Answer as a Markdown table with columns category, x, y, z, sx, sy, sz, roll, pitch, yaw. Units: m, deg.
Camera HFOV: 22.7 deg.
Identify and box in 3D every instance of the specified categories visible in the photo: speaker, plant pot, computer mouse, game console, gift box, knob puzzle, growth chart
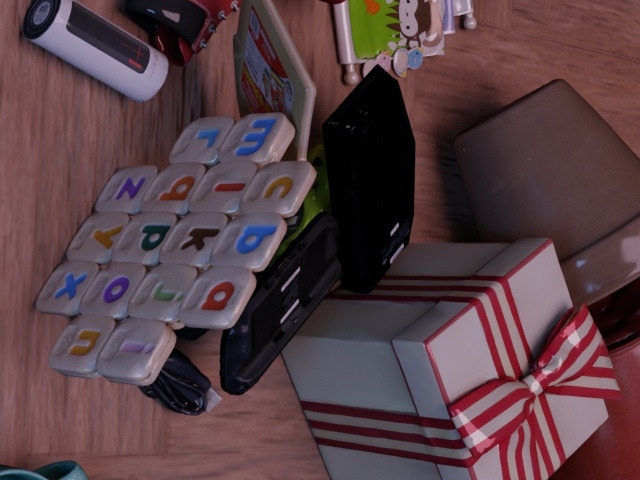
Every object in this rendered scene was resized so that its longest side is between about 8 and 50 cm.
| category | x | y | z | sx | sy | sz | roll | pitch | yaw |
| --- | --- | --- | --- | --- | --- | --- | --- | --- | --- |
| speaker | -0.208 | -0.181 | 1.488 | 0.136 | 0.055 | 0.055 | 30 | 70 | -40 |
| plant pot | 0.365 | 0.199 | 1.876 | 0.272 | 0.272 | 0.265 | -40 | 117 | -36 |
| computer mouse | -0.107 | 0.023 | 1.570 | 0.188 | 0.072 | 0.272 | 47 | 60 | -32 |
| game console | 0.000 | 0.000 | 1.574 | 0.361 | 0.044 | 0.213 | -51 | 146 | -40 |
| plant pot | 0.272 | -0.056 | 1.836 | 0.263 | 0.263 | 0.229 | -32 | 93 | -39 |
| gift box | 0.155 | 0.156 | 1.691 | 0.255 | 0.258 | 0.276 | -41 | 116 | -35 |
| knob puzzle | -0.040 | -0.130 | 1.505 | 0.030 | 0.213 | 0.213 | -11 | 98 | -19 |
| growth chart | 0.094 | -0.274 | 1.798 | 0.237 | 0.021 | 0.172 | -26 | 109 | -40 |

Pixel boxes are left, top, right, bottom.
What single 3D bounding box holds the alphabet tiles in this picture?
| category | x | y | z | sx | sy | sz | roll | pitch | yaw |
| --- | --- | --- | --- | --- | --- | --- | --- | --- | --- |
| alphabet tiles | -0.130 | 0.003 | 1.407 | 0.021 | 0.278 | 0.284 | 47 | 59 | -34 |

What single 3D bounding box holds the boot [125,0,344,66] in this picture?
| category | x | y | z | sx | sy | sz | roll | pitch | yaw |
| --- | --- | --- | --- | --- | --- | --- | --- | --- | --- |
| boot | -0.080 | -0.240 | 1.593 | 0.244 | 0.088 | 0.176 | 19 | 79 | -35 |

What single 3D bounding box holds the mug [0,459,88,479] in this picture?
| category | x | y | z | sx | sy | sz | roll | pitch | yaw |
| --- | --- | --- | --- | --- | --- | --- | --- | --- | --- |
| mug | -0.284 | 0.257 | 1.384 | 0.158 | 0.097 | 0.129 | 5 | 86 | -44 |

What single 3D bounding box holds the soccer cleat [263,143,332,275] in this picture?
| category | x | y | z | sx | sy | sz | roll | pitch | yaw |
| --- | --- | --- | --- | --- | --- | --- | --- | --- | --- |
| soccer cleat | -0.015 | -0.016 | 1.668 | 0.060 | 0.072 | 0.179 | 18 | 95 | -9 |
